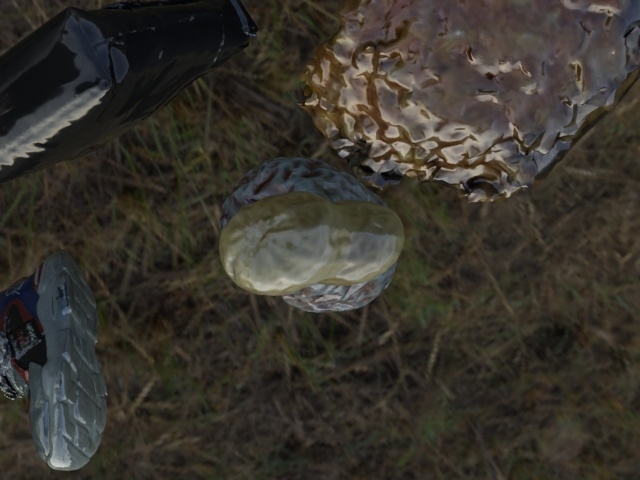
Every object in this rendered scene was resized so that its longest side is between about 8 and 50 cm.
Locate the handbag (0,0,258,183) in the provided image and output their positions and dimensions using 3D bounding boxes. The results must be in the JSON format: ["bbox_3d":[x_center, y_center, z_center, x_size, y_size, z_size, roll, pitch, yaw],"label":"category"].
[{"bbox_3d":[-0.190,-0.115,0.937,0.247,0.080,0.223,-27,179,33],"label":"handbag"}]

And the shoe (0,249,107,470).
[{"bbox_3d":[-0.281,0.118,1.097,0.126,0.227,0.099,-13,145,5],"label":"shoe"}]

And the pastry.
[{"bbox_3d":[0.167,-0.238,1.028,0.337,0.292,0.405,10,104,-5],"label":"pastry"}]

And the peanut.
[{"bbox_3d":[0.000,0.000,1.346,0.257,0.123,0.123,-5,128,-38],"label":"peanut"}]

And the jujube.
[{"bbox_3d":[-0.015,-0.006,1.630,0.226,0.226,0.317,-45,156,12],"label":"jujube"}]
